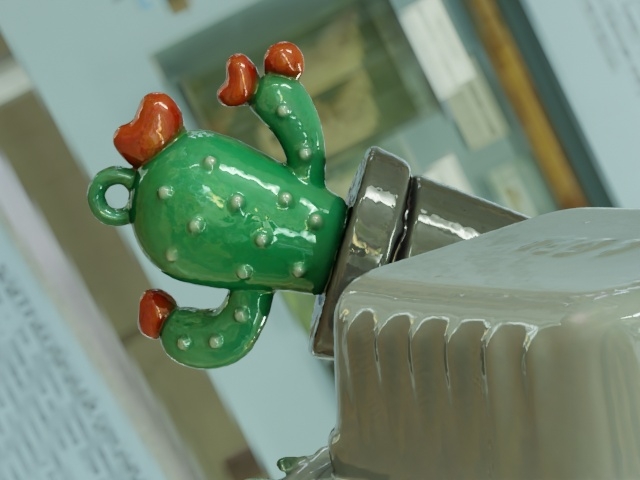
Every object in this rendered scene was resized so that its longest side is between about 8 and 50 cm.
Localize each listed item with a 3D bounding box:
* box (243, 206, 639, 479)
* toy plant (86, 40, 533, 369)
[{"bbox_3d":[0.134,0.050,0.893,0.337,0.264,0.106,3,-72,60],"label":"box"},{"bbox_3d":[-0.004,0.010,1.672,0.185,0.400,0.279,-79,-171,-51],"label":"toy plant"}]
